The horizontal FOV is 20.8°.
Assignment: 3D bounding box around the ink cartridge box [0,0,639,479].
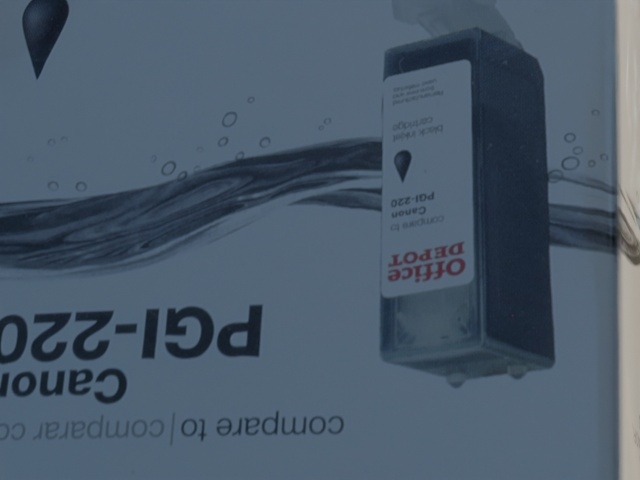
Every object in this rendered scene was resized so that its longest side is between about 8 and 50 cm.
[{"bbox_3d":[0.000,0.000,0.420,0.159,0.218,0.092,-3,-22,15],"label":"ink cartridge box"}]
